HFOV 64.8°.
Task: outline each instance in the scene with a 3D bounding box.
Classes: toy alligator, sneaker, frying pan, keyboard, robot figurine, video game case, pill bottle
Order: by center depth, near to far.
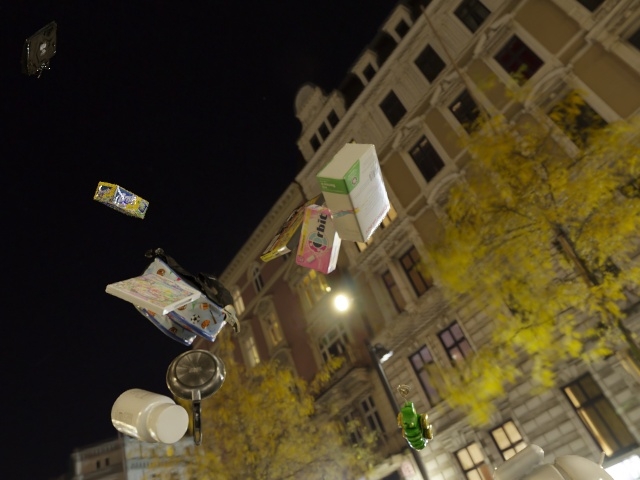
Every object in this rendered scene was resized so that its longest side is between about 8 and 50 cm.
[{"bbox_3d":[-0.237,0.074,0.728,0.122,0.087,0.011,-23,-47,-79],"label":"video game case"},{"bbox_3d":[0.178,0.357,0.982,0.056,0.051,0.189,-7,-52,24],"label":"toy alligator"},{"bbox_3d":[-0.599,-0.397,1.054,0.038,0.192,0.100,11,-59,-15],"label":"keyboard"},{"bbox_3d":[0.516,0.611,1.101,0.354,0.299,0.199,-33,-30,1],"label":"robot figurine"},{"bbox_3d":[-0.250,0.220,1.397,0.037,0.032,0.083,-23,-78,-22],"label":"sneaker"},{"bbox_3d":[-0.487,0.507,1.447,0.229,0.131,0.131,-4,-18,41],"label":"pill bottle"},{"bbox_3d":[-0.438,0.495,1.676,0.197,0.326,0.053,13,-46,3],"label":"frying pan"},{"bbox_3d":[-0.104,-0.047,1.957,0.035,0.274,0.248,41,-29,-15],"label":"video game case"}]

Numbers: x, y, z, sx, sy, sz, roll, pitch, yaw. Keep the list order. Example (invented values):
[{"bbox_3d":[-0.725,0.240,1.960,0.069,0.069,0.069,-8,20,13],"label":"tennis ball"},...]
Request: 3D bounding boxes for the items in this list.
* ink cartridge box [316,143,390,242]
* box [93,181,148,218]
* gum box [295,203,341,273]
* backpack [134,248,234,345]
[{"bbox_3d":[0.092,-0.123,1.313,0.154,0.093,0.212,-51,-46,-33],"label":"ink cartridge box"},{"bbox_3d":[-0.561,-0.112,1.427,0.059,0.054,0.169,12,-9,13],"label":"box"},{"bbox_3d":[0.000,0.000,1.488,0.062,0.107,0.188,-27,-48,-62],"label":"gum box"},{"bbox_3d":[-0.398,0.184,1.488,0.213,0.264,0.276,-61,-33,-8],"label":"backpack"}]
